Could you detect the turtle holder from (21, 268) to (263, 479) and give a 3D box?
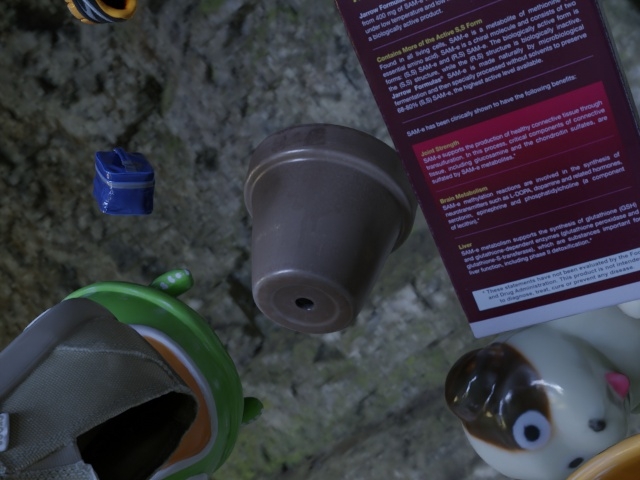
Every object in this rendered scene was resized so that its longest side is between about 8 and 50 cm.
[{"bbox_3d":[-0.244,0.175,0.905,0.320,0.243,0.227,1,24,27],"label":"turtle holder"}]

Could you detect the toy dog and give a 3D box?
[{"bbox_3d":[0.313,0.115,1.170,0.395,0.284,0.408,-10,36,41],"label":"toy dog"}]

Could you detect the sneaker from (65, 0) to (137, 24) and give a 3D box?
[{"bbox_3d":[-0.275,-0.336,1.029,0.083,0.215,0.084,23,65,38],"label":"sneaker"}]

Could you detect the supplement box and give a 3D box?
[{"bbox_3d":[0.110,-0.073,0.521,0.130,0.239,0.073,-17,19,23],"label":"supplement box"}]

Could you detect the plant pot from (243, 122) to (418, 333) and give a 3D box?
[{"bbox_3d":[0.000,0.000,1.301,0.263,0.263,0.229,-35,31,43],"label":"plant pot"}]

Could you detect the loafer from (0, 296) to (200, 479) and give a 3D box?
[{"bbox_3d":[-0.137,0.124,0.384,0.268,0.092,0.102,-59,-22,-47],"label":"loafer"}]

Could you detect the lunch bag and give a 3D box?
[{"bbox_3d":[-0.244,-0.078,1.127,0.067,0.065,0.098,-1,24,-26],"label":"lunch bag"}]

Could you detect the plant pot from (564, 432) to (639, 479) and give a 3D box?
[{"bbox_3d":[0.199,0.165,0.326,0.188,0.205,0.205,9,-33,-42],"label":"plant pot"}]
